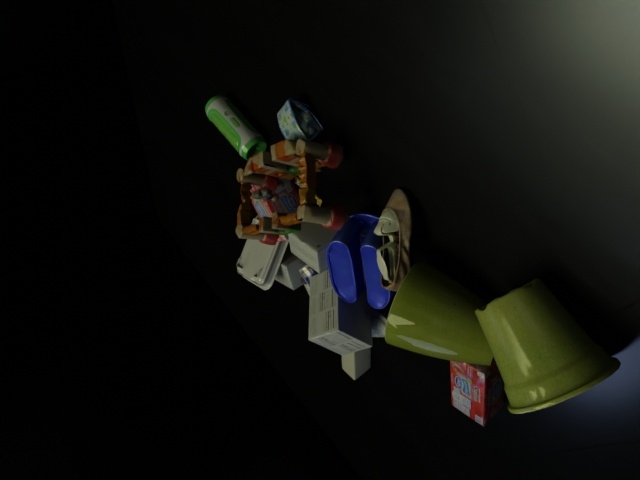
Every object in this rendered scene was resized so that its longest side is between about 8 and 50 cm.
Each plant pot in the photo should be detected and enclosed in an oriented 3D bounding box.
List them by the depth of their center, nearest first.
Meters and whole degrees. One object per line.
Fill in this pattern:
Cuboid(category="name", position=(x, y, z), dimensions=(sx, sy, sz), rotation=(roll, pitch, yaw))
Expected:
Cuboid(category="plant pot", position=(0.523, 0.242, 1.155), dimensions=(0.254, 0.276, 0.276), rotation=(63, 154, 15))
Cuboid(category="plant pot", position=(0.384, 0.239, 1.383), dimensions=(0.293, 0.275, 0.275), rotation=(21, 137, 27))

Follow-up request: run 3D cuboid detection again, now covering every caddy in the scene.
Cuboid(category="caddy", position=(0.161, 0.069, 1.622), dimensions=(0.241, 0.179, 0.341), rotation=(9, 128, 27))

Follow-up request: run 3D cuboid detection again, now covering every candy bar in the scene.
Cuboid(category="candy bar", position=(-0.047, -0.193, 1.854), dimensions=(0.161, 0.018, 0.040), rotation=(45, 149, 21))

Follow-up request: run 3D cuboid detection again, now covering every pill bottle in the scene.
Cuboid(category="pill bottle", position=(-0.001, 0.176, 2.049), dimensions=(0.187, 0.112, 0.112), rotation=(57, 152, 1))

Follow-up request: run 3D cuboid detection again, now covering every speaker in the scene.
Cuboid(category="speaker", position=(-0.354, -0.470, 1.956), dimensions=(0.296, 0.131, 0.131), rotation=(49, 151, 17))

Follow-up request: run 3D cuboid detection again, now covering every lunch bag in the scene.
Cuboid(category="lunch bag", position=(-0.081, -0.403, 1.616), dimensions=(0.151, 0.096, 0.129), rotation=(51, 153, -7))

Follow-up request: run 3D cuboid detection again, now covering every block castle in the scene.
Cuboid(category="block castle", position=(-0.102, -0.160, 1.655), dimensions=(0.453, 0.212, 0.303), rotation=(-12, 76, 49))

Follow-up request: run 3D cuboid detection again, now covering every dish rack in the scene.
Cuboid(category="dish rack", position=(-0.274, 0.038, 2.170), dimensions=(0.285, 0.072, 0.333), rotation=(21, 91, 48))

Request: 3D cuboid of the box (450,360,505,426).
Cuboid(category="box", position=(0.502, 0.444, 1.498), dimensions=(0.128, 0.122, 0.257), rotation=(26, 138, 45))

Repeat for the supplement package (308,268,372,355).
Cuboid(category="supplement package", position=(0.074, 0.266, 1.764), dimensions=(0.145, 0.262, 0.204), rotation=(-26, 138, 33))

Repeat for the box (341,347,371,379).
Cuboid(category="box", position=(0.160, 0.495, 2.113), dimensions=(0.094, 0.113, 0.275), rotation=(36, 144, 36))

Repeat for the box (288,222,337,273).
Cuboid(category="box", position=(0.000, 0.000, 1.798), dimensions=(0.181, 0.182, 0.119), rotation=(36, 147, 36))

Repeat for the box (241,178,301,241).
Cuboid(category="box", position=(-0.182, -0.158, 1.965), dimensions=(0.142, 0.154, 0.300), rotation=(-10, 110, 61))

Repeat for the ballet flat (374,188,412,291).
Cuboid(category="ballet flat", position=(0.218, 0.002, 1.419), dimensions=(0.107, 0.106, 0.316), rotation=(0, 95, 63))

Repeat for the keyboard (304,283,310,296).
Cuboid(category="keyboard", position=(-0.007, 0.324, 2.311), dimensions=(0.072, 0.014, 0.256), rotation=(-5, 114, 59))

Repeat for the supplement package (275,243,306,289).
Cuboid(category="supplement package", position=(-0.159, 0.111, 2.209), dimensions=(0.244, 0.139, 0.134), rotation=(22, 135, 50))

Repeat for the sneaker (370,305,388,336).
Cuboid(category="sneaker", position=(0.207, 0.340, 1.828), dimensions=(0.114, 0.152, 0.305), rotation=(34, 174, -36))
